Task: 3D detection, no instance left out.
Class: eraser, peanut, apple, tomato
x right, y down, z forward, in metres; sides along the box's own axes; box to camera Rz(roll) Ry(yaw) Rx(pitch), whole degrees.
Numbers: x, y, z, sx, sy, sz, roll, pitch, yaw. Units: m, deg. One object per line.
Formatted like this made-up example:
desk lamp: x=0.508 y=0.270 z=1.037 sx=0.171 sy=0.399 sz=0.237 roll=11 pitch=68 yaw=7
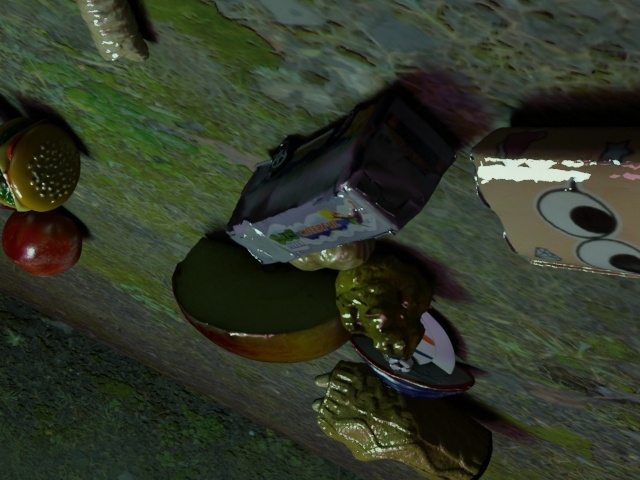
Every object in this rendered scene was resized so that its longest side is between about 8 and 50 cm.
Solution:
eraser: x=0.286 y=-0.031 z=0.633 sx=0.291 sy=0.087 sz=0.171 roll=8 pitch=150 yaw=43
peanut: x=0.000 y=-0.002 z=1.041 sx=0.089 sy=0.089 sz=0.193 roll=42 pitch=155 yaw=-26
apple: x=-0.103 y=0.107 z=1.269 sx=0.346 sy=0.179 sz=0.254 roll=16 pitch=171 yaw=30
tomato: x=-0.619 y=0.004 z=1.707 sx=0.187 sy=0.151 sz=0.187 roll=20 pitch=155 yaw=10

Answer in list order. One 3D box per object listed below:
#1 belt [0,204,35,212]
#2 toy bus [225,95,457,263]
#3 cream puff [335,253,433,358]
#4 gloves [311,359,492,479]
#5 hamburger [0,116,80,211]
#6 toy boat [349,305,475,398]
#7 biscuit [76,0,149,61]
belt: x=-0.636 y=-0.128 z=1.351 sx=0.228 sy=0.115 sz=0.324 roll=8 pitch=174 yaw=13
toy bus: x=0.003 y=-0.053 z=0.859 sx=0.112 sy=0.137 sz=0.317 roll=40 pitch=154 yaw=-18
cream puff: x=0.085 y=0.095 z=1.058 sx=0.146 sy=0.116 sz=0.146 roll=4 pitch=145 yaw=2
gloves: x=0.153 y=0.333 z=1.438 sx=0.357 sy=0.203 sz=0.155 roll=21 pitch=133 yaw=9
hamburger: x=-0.479 y=-0.127 z=1.266 sx=0.115 sy=0.162 sz=0.162 roll=10 pitch=151 yaw=25
toy boat: x=0.167 y=0.171 z=1.244 sx=0.219 sy=0.072 sz=0.318 roll=32 pitch=148 yaw=2
biscuit: x=-0.236 y=-0.269 z=0.806 sx=0.061 sy=0.055 sz=0.219 roll=14 pitch=154 yaw=10
